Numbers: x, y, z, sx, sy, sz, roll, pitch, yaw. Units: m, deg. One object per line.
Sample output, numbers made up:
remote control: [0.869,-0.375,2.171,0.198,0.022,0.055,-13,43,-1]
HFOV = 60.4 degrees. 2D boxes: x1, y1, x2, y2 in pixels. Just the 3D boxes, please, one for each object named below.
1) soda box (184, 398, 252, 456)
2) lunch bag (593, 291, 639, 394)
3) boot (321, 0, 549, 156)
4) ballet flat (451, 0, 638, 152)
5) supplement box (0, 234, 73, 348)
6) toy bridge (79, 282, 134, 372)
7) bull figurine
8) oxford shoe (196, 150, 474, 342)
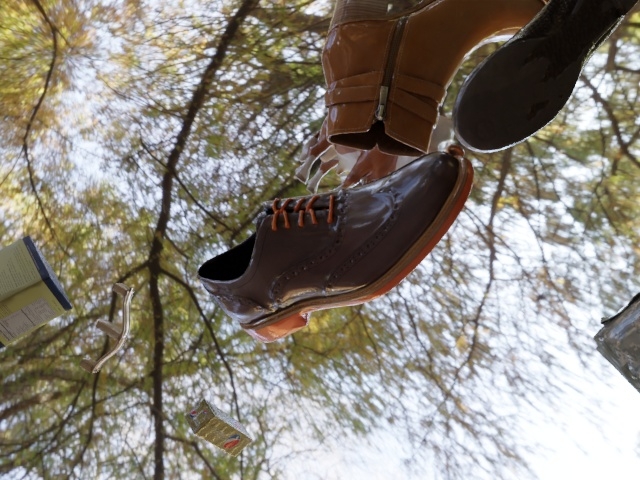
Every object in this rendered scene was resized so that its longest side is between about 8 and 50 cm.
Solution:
soda box: [-0.234,0.437,1.276,0.061,0.058,0.181,-42,-42,-8]
lunch bag: [0.582,0.166,0.790,0.235,0.287,0.169,-52,-21,23]
boot: [0.142,-0.214,0.682,0.283,0.109,0.220,5,-104,1]
ballet flat: [0.208,-0.176,0.511,0.084,0.058,0.250,43,-98,-12]
supplement box: [-0.326,0.054,0.584,0.083,0.083,0.056,-32,-42,-21]
toy bridge: [-0.408,0.175,1.077,0.188,0.063,0.026,-64,-18,4]
bull figurine: [0.074,-0.126,0.839,0.188,0.310,0.101,-49,-58,0]
oxford shoe: [0.000,0.000,0.464,0.271,0.097,0.098,-35,-62,29]
